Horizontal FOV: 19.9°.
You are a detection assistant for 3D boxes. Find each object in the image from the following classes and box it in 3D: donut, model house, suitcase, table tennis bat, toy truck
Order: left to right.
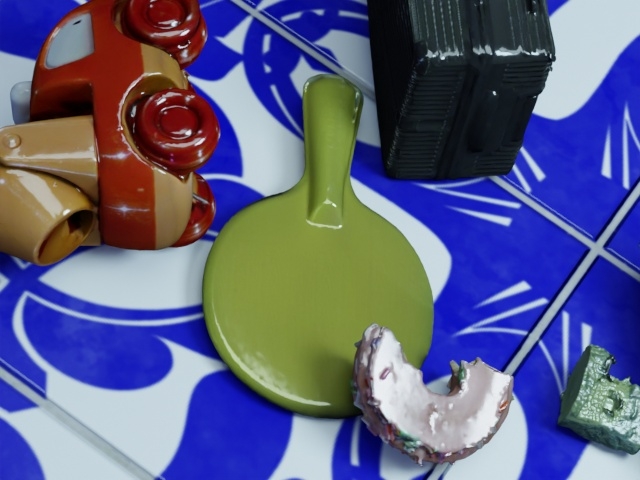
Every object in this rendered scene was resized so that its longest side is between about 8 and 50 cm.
[{"bbox_3d":[-0.218,-0.101,1.681,0.239,0.189,0.265,-3,59,-8],"label":"toy truck"},{"bbox_3d":[0.000,0.000,1.757,0.224,0.054,0.368,8,61,-11],"label":"table tennis bat"},{"bbox_3d":[0.095,0.151,1.663,0.166,0.065,0.117,20,71,-21],"label":"donut"},{"bbox_3d":[0.124,-0.249,1.838,0.152,0.229,0.335,0,60,-7],"label":"suitcase"},{"bbox_3d":[0.275,0.152,1.725,0.083,0.066,0.078,23,57,-2],"label":"model house"}]
